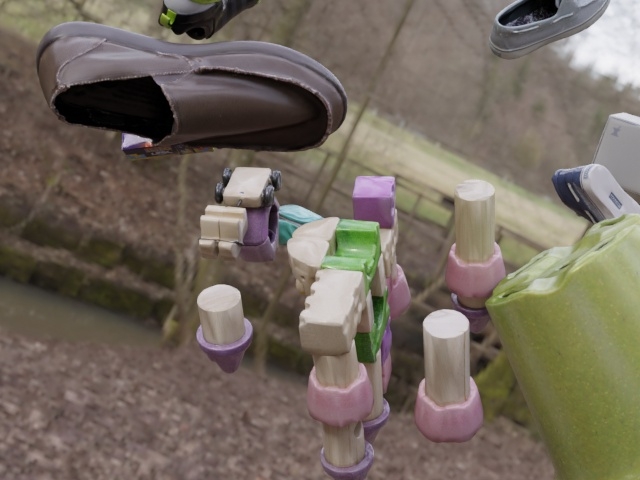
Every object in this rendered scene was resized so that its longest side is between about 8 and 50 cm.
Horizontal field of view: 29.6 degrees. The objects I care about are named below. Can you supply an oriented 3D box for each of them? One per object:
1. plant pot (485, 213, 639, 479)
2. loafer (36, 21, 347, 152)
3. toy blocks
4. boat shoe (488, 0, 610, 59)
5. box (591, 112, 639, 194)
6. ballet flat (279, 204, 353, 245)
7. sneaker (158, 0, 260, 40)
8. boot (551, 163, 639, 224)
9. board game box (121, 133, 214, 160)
[{"bbox_3d":[0.304,0.122,1.220,0.254,0.276,0.276,59,4,-4],"label":"plant pot"},{"bbox_3d":[-0.151,-0.151,1.403,0.366,0.134,0.130,6,43,-6],"label":"loafer"},{"bbox_3d":[0.028,0.105,1.261,0.309,0.260,0.288,4,37,13],"label":"toy blocks"},{"bbox_3d":[0.366,-0.364,1.902,0.079,0.227,0.081,53,-15,29],"label":"boat shoe"},{"bbox_3d":[0.611,-0.165,2.314,0.148,0.121,0.311,22,13,16],"label":"box"},{"bbox_3d":[0.000,0.000,2.041,0.083,0.087,0.247,-17,18,-28],"label":"ballet flat"},{"bbox_3d":[-0.144,-0.302,1.519,0.084,0.097,0.234,35,21,11],"label":"sneaker"},{"bbox_3d":[0.452,-0.049,1.943,0.086,0.069,0.190,0,-45,54],"label":"boot"},{"bbox_3d":[-0.241,-0.219,1.926,0.141,0.170,0.048,-6,-20,9],"label":"board game box"}]
